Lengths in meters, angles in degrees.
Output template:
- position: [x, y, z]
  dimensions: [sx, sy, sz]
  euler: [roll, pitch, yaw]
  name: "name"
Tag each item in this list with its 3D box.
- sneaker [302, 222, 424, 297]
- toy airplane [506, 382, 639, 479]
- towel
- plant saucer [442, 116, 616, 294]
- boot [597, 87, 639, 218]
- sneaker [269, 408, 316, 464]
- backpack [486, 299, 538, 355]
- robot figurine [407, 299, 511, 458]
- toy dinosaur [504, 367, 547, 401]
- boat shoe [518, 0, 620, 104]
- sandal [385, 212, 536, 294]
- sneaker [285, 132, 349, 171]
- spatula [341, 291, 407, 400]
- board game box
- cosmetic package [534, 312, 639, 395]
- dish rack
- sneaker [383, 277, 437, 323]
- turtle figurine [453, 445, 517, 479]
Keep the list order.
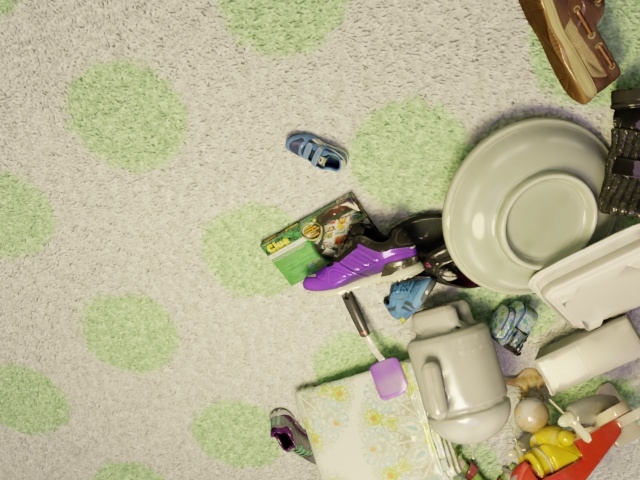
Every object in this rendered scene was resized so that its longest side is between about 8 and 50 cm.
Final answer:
- position: [0.083, 0.034, 1.627]
  dimensions: [0.293, 0.102, 0.146]
  euler: [-15, 98, 25]
  name: "sneaker"
- position: [0.609, 0.476, 1.755]
  dimensions: [0.272, 0.384, 0.386]
  euler: [42, 110, 16]
  name: "toy airplane"
- position: [0.143, 0.496, 1.840]
  dimensions: [0.374, 0.090, 0.321]
  euler: [-21, 81, 21]
  name: "towel"
- position: [0.460, -0.052, 1.500]
  dimensions: [0.400, 0.100, 0.401]
  euler: [-3, 112, -8]
  name: "plant saucer"
- position: [0.731, -0.166, 1.401]
  dimensions: [0.347, 0.131, 0.260]
  euler: [2, 94, 16]
  name: "boot"
- position: [-0.070, 0.573, 1.986]
  dimensions: [0.083, 0.098, 0.224]
  euler: [-33, 112, 22]
  name: "sneaker"
- position: [0.457, 0.198, 1.703]
  dimensions: [0.084, 0.105, 0.114]
  euler: [32, 96, -10]
  name: "backpack"
- position: [0.327, 0.324, 1.685]
  dimensions: [0.199, 0.300, 0.354]
  euler: [-20, 84, 40]
  name: "robot figurine"
- position: [0.529, 0.373, 1.845]
  dimensions: [0.183, 0.053, 0.093]
  euler: [-6, 105, 1]
  name: "toy dinosaur"
- position: [0.470, -0.424, 1.338]
  dimensions: [0.123, 0.123, 0.342]
  euler: [-32, 113, 7]
  name: "boat shoe"
- position: [0.360, 0.042, 1.621]
  dimensions: [0.445, 0.107, 0.168]
  euler: [8, 120, 2]
  name: "sandal"
- position: [-0.008, -0.190, 1.549]
  dimensions: [0.144, 0.059, 0.053]
  euler: [17, 123, -4]
  name: "sneaker"
- position: [0.125, 0.253, 1.767]
  dimensions: [0.084, 0.030, 0.297]
  euler: [-25, 97, 20]
  name: "spatula"
- position: [0.000, 0.000, 1.680]
  dimensions: [0.259, 0.030, 0.136]
  euler: [-28, 116, 20]
  name: "board game box"
- position: [0.642, 0.266, 1.702]
  dimensions: [0.238, 0.127, 0.107]
  euler: [-28, 83, 23]
  name: "cosmetic package"
- position: [0.632, 0.098, 1.556]
  dimensions: [0.285, 0.072, 0.333]
  euler: [-30, 146, 20]
  name: "dish rack"
- position: [0.201, 0.128, 1.672]
  dimensions: [0.082, 0.069, 0.209]
  euler: [40, 152, 4]
  name: "sneaker"
- position: [0.474, 0.687, 1.948]
  dimensions: [0.266, 0.274, 0.198]
  euler: [35, 84, -10]
  name: "turtle figurine"
